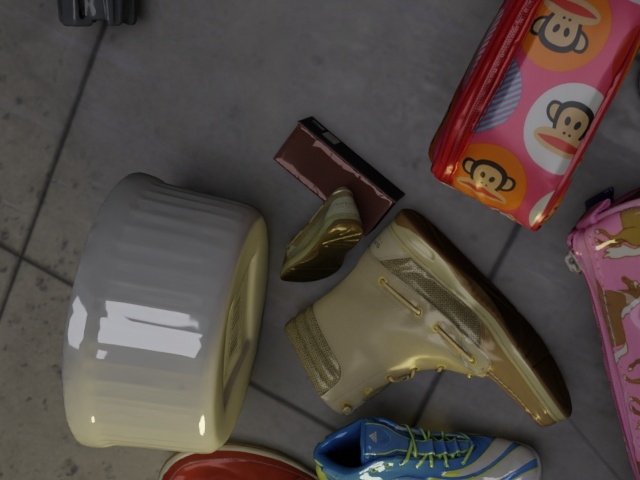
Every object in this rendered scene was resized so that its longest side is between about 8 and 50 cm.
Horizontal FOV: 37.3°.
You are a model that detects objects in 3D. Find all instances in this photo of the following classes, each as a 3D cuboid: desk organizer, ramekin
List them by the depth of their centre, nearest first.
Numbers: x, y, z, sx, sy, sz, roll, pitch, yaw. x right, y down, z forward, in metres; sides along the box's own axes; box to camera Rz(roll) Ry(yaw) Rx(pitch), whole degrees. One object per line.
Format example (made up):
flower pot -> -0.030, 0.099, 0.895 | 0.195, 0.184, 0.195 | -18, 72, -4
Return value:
ramekin -> -0.141, 0.078, 0.947 | 0.135, 0.277, 0.277 | 9, 104, 5
desk organizer -> 0.019, -0.067, 0.986 | 0.130, 0.047, 0.050 | 40, 111, 5

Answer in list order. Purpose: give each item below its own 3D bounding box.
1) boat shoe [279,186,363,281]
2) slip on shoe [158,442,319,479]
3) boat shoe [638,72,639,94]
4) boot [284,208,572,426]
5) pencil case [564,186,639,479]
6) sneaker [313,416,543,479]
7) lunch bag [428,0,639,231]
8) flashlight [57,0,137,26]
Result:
boat shoe -> -0.002, 0.000, 0.982 | 0.056, 0.153, 0.048 | 4, 63, -20
slip on shoe -> -0.034, 0.322, 1.052 | 0.331, 0.101, 0.123 | 23, 108, 11
boat shoe -> 0.415, -0.168, 0.836 | 0.258, 0.084, 0.095 | -22, 94, 19
boot -> 0.106, 0.126, 0.975 | 0.203, 0.095, 0.262 | -44, 86, 18
pencil case -> 0.344, 0.134, 0.868 | 0.167, 0.160, 0.386 | -12, 95, 41
sneaker -> 0.101, 0.233, 0.974 | 0.240, 0.126, 0.091 | -8, 60, 18
lunch bag -> 0.199, -0.152, 0.790 | 0.120, 0.293, 0.258 | 28, 103, 7
flashlight -> -0.225, -0.377, 0.969 | 0.103, 0.103, 0.304 | -4, 107, -18
